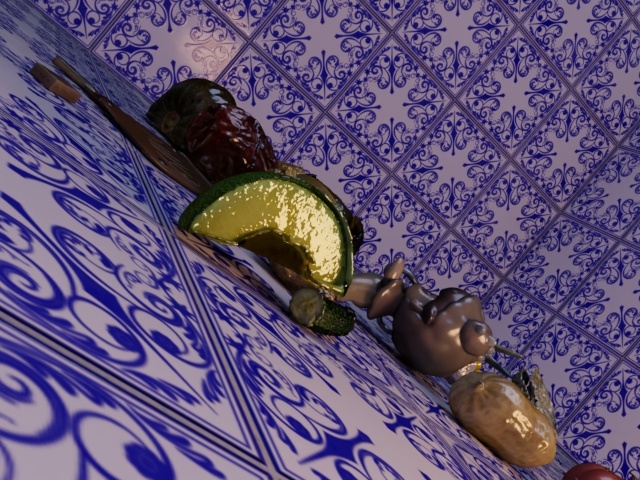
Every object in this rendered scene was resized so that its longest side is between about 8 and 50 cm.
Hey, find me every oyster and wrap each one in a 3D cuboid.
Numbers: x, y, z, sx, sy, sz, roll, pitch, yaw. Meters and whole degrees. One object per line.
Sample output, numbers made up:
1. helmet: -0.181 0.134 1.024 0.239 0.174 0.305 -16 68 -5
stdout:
1. oyster: 0.467 0.391 1.619 0.112 0.198 0.267 2 28 18

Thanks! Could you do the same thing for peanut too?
1. peanut: 0.348 0.336 1.385 0.224 0.129 0.129 38 2 3

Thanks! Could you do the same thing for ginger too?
1. ginger: -0.047 0.046 1.287 0.137 0.074 0.213 39 8 -26

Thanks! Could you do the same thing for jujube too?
1. jujube: -0.204 -0.192 1.899 0.342 0.216 0.216 48 -2 -32

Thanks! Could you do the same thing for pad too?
1. pad: -0.319 -0.171 1.555 0.284 0.018 0.286 46 6 35

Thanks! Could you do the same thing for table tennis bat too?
1. table tennis bat: -0.481 -0.309 1.627 0.274 0.021 0.154 42 3 -6

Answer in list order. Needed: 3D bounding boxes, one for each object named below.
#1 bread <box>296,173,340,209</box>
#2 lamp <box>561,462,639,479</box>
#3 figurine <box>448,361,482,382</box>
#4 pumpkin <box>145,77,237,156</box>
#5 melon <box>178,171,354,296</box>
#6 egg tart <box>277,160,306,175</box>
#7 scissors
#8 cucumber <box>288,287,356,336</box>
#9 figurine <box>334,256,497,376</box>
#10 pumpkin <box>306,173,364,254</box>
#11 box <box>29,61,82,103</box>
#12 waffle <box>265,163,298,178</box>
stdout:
1. bread: -0.051 -0.059 1.584 0.156 0.158 0.261 67 -15 -11
2. lamp: 0.531 0.486 1.350 0.182 0.140 0.182 43 -2 2
3. figurine: 0.403 0.378 2.077 0.130 0.109 0.178 17 -12 25
4. pumpkin: -0.345 -0.353 2.194 0.325 0.232 0.242 46 3 34
5. melon: -0.077 -0.033 1.039 0.265 0.129 0.169 23 -1 -32
6. egg tart: -0.150 -0.149 2.151 0.147 0.202 0.202 21 12 -32
7. scissors: 0.304 0.211 1.756 0.384 0.029 0.256 27 -40 24
8. cucumber: 0.007 0.112 1.086 0.058 0.058 0.187 41 2 23
9. figurine: 0.197 0.166 1.610 0.381 0.203 0.248 27 -17 9
10. pumpkin: -0.004 -0.060 2.307 0.320 0.192 0.320 45 -2 2
11. box: -0.454 -0.270 1.260 0.053 0.024 0.083 41 1 12
12. waffle: -0.126 -0.101 1.496 0.046 0.192 0.161 66 -16 -17
